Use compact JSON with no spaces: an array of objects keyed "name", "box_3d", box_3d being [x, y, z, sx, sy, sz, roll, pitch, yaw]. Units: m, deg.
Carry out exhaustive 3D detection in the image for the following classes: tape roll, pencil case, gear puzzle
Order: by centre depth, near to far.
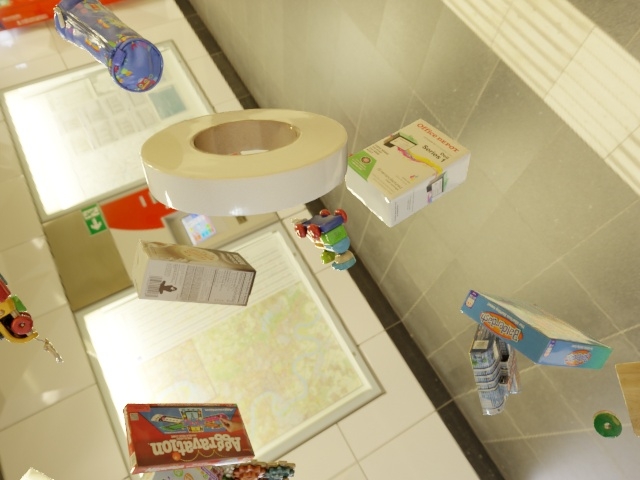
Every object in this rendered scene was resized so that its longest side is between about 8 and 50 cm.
[{"name":"tape roll","box_3d":[-0.139,-0.169,0.848,0.392,0.392,0.072,44,145,49]},{"name":"pencil case","box_3d":[-0.487,-0.454,0.995,0.306,0.133,0.119,40,111,25]},{"name":"gear puzzle","box_3d":[-0.241,0.630,1.162,0.044,0.339,0.175,-95,19,-46]}]

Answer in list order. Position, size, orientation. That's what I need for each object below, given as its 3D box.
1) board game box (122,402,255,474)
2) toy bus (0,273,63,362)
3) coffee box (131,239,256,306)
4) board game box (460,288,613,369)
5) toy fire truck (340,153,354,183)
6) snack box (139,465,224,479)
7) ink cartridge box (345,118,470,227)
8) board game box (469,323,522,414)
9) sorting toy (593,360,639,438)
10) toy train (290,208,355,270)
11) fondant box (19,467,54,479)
[{"name":"board game box","box_3d":[-0.283,0.426,0.967,0.281,0.027,0.145,20,-154,-43]},{"name":"toy bus","box_3d":[-0.500,0.104,0.637,0.202,0.104,0.190,38,146,25]},{"name":"coffee box","box_3d":[-0.296,0.077,1.027,0.141,0.247,0.098,32,109,55]},{"name":"board game box","box_3d":[0.370,0.153,0.757,0.160,0.210,0.047,39,111,54]},{"name":"toy fire truck","box_3d":[0.046,-0.252,1.670,0.135,0.192,0.047,21,165,14]},{"name":"snack box","box_3d":[-0.319,0.567,0.988,0.174,0.070,0.207,46,-165,-15]},{"name":"ink cartridge box","box_3d":[0.237,-0.193,1.210,0.201,0.278,0.117,48,160,34]},{"name":"board game box","box_3d":[0.384,0.274,0.947,0.060,0.194,0.194,-10,105,32]},{"name":"sorting toy","box_3d":[0.643,0.282,0.805,0.046,0.275,0.132,5,-108,-61]},{"name":"toy train","box_3d":[0.000,0.000,1.188,0.248,0.105,0.143,5,122,65]},{"name":"fondant box","box_3d":[-0.726,0.825,1.297,0.238,0.096,0.330,2,129,30]}]
